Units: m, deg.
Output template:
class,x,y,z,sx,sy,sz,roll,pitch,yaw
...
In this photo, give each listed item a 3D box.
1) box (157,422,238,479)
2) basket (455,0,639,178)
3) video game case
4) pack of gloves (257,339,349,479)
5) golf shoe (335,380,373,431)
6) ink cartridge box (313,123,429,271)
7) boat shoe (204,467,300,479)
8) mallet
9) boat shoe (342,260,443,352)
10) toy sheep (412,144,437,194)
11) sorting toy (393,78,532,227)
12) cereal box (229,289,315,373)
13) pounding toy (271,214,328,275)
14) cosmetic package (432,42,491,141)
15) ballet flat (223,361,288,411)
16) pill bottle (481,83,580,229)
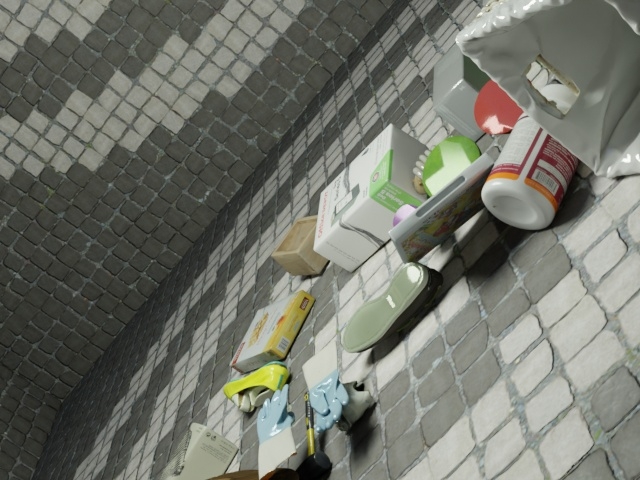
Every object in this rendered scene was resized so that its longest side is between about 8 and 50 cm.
class,x,y,z,sx,sy,sz,roll,pitch,yaw
box,-0.296,0.533,2.017,0.275,0.094,0.113,-58,16,-18
basket,0.430,-0.291,1.263,0.266,0.328,0.331,-55,15,-13
video game case,0.214,-0.045,1.619,0.206,0.026,0.227,-39,-16,0
pack of gloves,-0.024,0.299,1.631,0.195,0.046,0.232,-39,21,11
golf shoe,0.043,0.282,1.676,0.086,0.069,0.176,-36,16,-10
ink cartridge box,0.111,-0.091,2.083,0.273,0.115,0.198,-44,26,37
boat shoe,-0.118,0.470,1.645,0.342,0.123,0.123,-26,75,60
mallet,-0.012,0.337,1.665,0.062,0.039,0.189,-42,31,35
boat shoe,0.131,0.131,1.706,0.228,0.069,0.081,-47,46,26
toy sheep,0.240,-0.150,1.940,0.132,0.091,0.091,-53,16,2
sorting toy,0.288,-0.133,1.741,0.365,0.126,0.127,-52,46,16
cereal box,-0.119,0.220,2.256,0.240,0.047,0.173,-29,29,56
pounding toy,0.008,-0.007,2.313,0.206,0.094,0.181,-8,42,56
cosmetic package,0.317,-0.326,2.026,0.107,0.127,0.238,-43,17,32
ballet flat,-0.150,0.333,2.075,0.231,0.077,0.077,-34,42,46
pill bottle,0.355,-0.136,1.519,0.221,0.121,0.121,-60,17,-22
